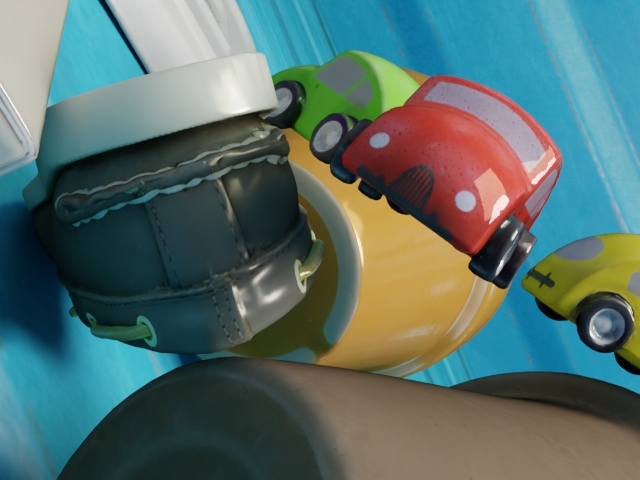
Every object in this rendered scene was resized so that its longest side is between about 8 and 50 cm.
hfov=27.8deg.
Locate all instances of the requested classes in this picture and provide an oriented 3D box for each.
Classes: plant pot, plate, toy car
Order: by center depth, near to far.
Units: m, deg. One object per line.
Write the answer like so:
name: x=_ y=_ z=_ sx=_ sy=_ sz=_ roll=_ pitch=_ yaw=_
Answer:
plant pot: x=0.020 y=0.147 z=0.455 sx=0.229 sy=0.263 sz=0.263 roll=32 pitch=32 yaw=-41
toy car: x=0.051 y=-0.028 z=0.509 sx=0.239 sy=0.053 sz=0.225 roll=31 pitch=5 yaw=-44
plant pot: x=0.000 y=0.000 z=0.778 sx=0.205 sy=0.205 sz=0.188 roll=67 pitch=24 yaw=0
plate: x=-0.106 y=-0.185 z=1.019 sx=0.278 sy=0.045 sz=0.277 roll=-102 pitch=165 yaw=-52

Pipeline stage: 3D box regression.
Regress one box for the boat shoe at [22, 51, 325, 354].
boat shoe: x=-0.062 y=0.000 z=0.535 sx=0.305 sy=0.109 sz=0.091 roll=153 pitch=-80 yaw=-81

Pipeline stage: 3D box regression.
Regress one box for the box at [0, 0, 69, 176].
box: x=-0.150 y=-0.119 z=0.457 sx=0.275 sy=0.094 sz=0.113 roll=-97 pitch=161 yaw=-58
